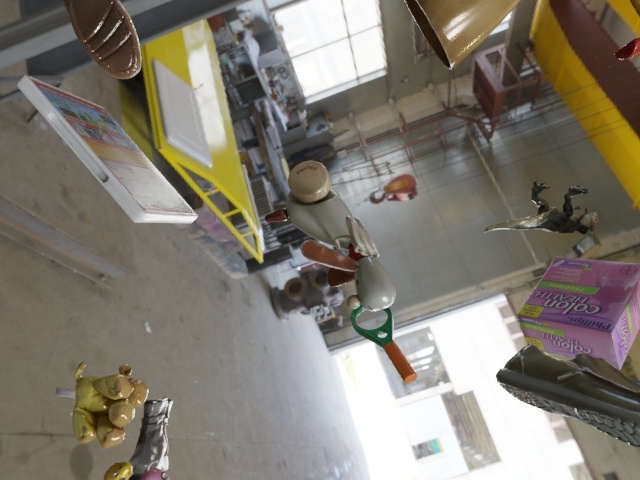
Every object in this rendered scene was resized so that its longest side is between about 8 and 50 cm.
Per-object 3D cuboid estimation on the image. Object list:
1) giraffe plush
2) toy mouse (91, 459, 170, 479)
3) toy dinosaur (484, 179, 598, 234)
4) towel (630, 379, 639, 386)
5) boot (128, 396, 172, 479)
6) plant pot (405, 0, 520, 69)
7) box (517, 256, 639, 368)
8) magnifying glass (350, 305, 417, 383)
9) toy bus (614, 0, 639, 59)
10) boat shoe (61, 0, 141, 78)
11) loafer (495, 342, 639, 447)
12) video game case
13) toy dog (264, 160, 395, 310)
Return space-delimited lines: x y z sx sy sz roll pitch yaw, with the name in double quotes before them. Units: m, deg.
"giraffe plush" -0.504 0.387 1.157 0.170 0.210 0.181 24 86 -67
"toy mouse" -0.305 0.436 0.814 0.143 0.161 0.031 45 24 -14
"toy dinosaur" 0.498 -0.065 1.016 0.064 0.268 0.118 -102 -167 -60
"towel" 0.715 0.380 1.127 0.029 0.119 0.067 54 -21 -13
"boot" -0.515 0.583 1.402 0.338 0.118 0.222 128 -36 -70
"plant pot" 0.342 -0.560 1.058 0.237 0.254 0.237 51 17 -22
"box" 0.645 0.163 1.152 0.214 0.243 0.117 6 -49 51
"magnifying glass" 0.136 0.208 1.000 0.231 0.092 0.026 -123 -166 -54
"toy bus" 0.503 -0.357 0.645 0.104 0.191 0.202 66 8 8
"boat shoe" -0.392 -0.404 0.816 0.257 0.095 0.095 63 -5 -18
"loafer" 0.342 0.182 0.585 0.094 0.087 0.251 44 -21 -32
"video game case" -0.344 -0.141 0.798 0.285 0.025 0.204 48 7 5
"toy dog" 0.000 0.000 0.932 0.220 0.161 0.333 58 3 -44
